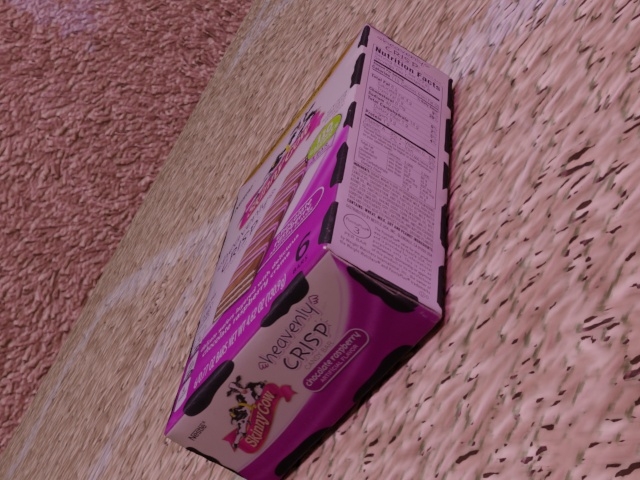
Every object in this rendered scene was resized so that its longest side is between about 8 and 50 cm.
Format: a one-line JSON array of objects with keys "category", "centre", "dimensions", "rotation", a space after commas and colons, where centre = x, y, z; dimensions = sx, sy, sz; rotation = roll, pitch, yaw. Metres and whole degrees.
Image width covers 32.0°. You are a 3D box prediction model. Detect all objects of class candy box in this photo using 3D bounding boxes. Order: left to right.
[{"category": "candy box", "centre": [0.000, 0.000, 0.635], "dimensions": [0.159, 0.071, 0.233], "rotation": [-50, 17, 33]}]
